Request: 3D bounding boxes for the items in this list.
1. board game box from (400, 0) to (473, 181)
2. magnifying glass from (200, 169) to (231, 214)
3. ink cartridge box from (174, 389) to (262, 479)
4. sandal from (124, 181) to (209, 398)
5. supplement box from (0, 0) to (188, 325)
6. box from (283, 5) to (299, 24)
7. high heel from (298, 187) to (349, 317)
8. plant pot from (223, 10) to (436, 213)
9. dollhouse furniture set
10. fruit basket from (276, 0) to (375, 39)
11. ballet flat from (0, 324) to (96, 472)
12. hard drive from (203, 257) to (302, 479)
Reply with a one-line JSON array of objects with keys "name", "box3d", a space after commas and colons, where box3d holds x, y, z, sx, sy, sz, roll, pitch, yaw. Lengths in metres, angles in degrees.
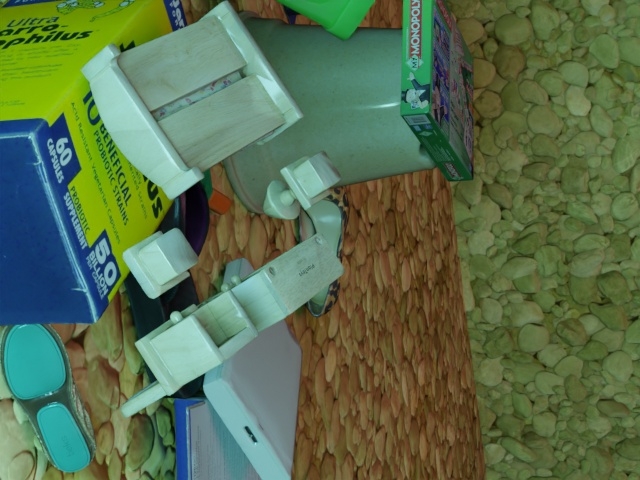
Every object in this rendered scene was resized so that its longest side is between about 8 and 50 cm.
[{"name": "board game box", "box3d": [0.181, -0.236, 1.853, 0.317, 0.046, 0.213, 40, 49, -67]}, {"name": "magnifying glass", "box3d": [-0.170, -0.069, 1.727, 0.092, 0.026, 0.231, -63, 163, -2]}, {"name": "ink cartridge box", "box3d": [-0.148, 0.360, 1.705, 0.307, 0.072, 0.303, 3, 86, -71]}, {"name": "sandal", "box3d": [-0.188, -0.001, 1.557, 0.167, 0.107, 0.445, -66, 149, -55]}, {"name": "supplement box", "box3d": [-0.261, -0.097, 1.198, 0.356, 0.195, 0.194, -68, 150, -54]}, {"name": "box", "box3d": [-0.057, -0.500, 2.177, 0.225, 0.036, 0.136, 66, 27, -51]}, {"name": "high heel", "box3d": [0.000, 0.000, 2.168, 0.186, 0.093, 0.261, -82, 169, -49]}, {"name": "plant pot", "box3d": [0.033, -0.216, 1.966, 0.334, 0.305, 0.334, -3, 90, -72]}, {"name": "dollhouse furniture set", "box3d": [-0.163, -0.061, 1.120, 0.355, 0.174, 0.303, 57, 36, -2]}, {"name": "fruit basket", "box3d": [0.071, -0.516, 1.870, 0.283, 0.392, 0.392, -52, -164, 43]}, {"name": "ballet flat", "box3d": [-0.292, 0.153, 1.304, 0.067, 0.073, 0.206, -117, -165, -60]}, {"name": "hard drive", "box3d": [-0.091, 0.186, 1.779, 0.203, 0.040, 0.307, 60, 17, -26]}]
